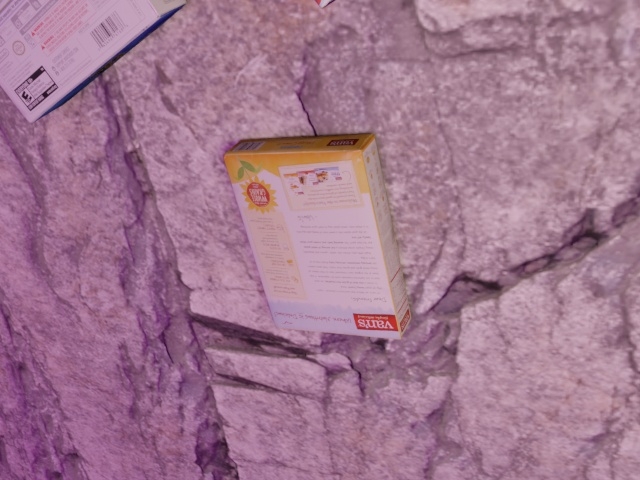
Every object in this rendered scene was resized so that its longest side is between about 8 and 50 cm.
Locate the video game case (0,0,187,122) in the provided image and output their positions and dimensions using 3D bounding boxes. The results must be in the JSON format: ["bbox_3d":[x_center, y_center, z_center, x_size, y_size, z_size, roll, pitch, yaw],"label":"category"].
[{"bbox_3d":[-0.309,-0.292,0.763,0.269,0.061,0.244,-22,110,37],"label":"video game case"}]

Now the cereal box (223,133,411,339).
[{"bbox_3d":[0.000,0.000,0.801,0.172,0.047,0.240,2,122,28],"label":"cereal box"}]

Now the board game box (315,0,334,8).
[{"bbox_3d":[-0.018,-0.339,0.517,0.275,0.144,0.142,49,131,-8],"label":"board game box"}]
